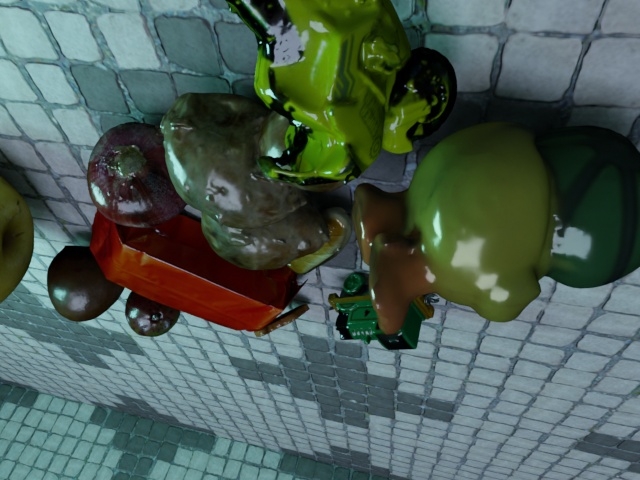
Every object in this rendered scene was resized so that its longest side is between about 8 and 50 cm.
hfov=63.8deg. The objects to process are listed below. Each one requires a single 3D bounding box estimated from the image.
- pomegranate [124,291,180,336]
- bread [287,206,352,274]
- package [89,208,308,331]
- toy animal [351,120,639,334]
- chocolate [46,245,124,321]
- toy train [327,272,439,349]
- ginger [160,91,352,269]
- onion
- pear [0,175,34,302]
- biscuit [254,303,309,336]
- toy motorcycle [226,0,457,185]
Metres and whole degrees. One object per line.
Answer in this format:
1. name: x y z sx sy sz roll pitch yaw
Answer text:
1. pomegranate: -0.404 0.150 1.222 0.159 0.129 0.129 49 165 36
2. bread: -0.001 0.001 0.873 0.073 0.053 0.214 42 145 -3
3. package: -0.245 0.055 0.998 0.423 0.123 0.196 27 143 -16
4. toy animal: 0.205 -0.032 0.565 0.337 0.216 0.191 -9 135 -1
5. chocolate: -0.507 0.094 1.119 0.176 0.177 0.177 12 146 8
6. toy train: 0.107 0.134 0.943 0.227 0.136 0.091 -11 137 31
7. ginger: -0.088 -0.063 0.720 0.255 0.177 0.375 15 148 -3
8. onion: -0.266 -0.087 0.788 0.159 0.160 0.195 17 165 0
9. pear: -0.717 0.003 0.937 0.347 0.349 0.348 12 146 8
10. biscuit: -0.083 0.173 1.108 0.019 0.130 0.102 62 178 0
11. toy motorcycle: -0.018 -0.173 0.446 0.342 0.206 0.142 43 172 -37
